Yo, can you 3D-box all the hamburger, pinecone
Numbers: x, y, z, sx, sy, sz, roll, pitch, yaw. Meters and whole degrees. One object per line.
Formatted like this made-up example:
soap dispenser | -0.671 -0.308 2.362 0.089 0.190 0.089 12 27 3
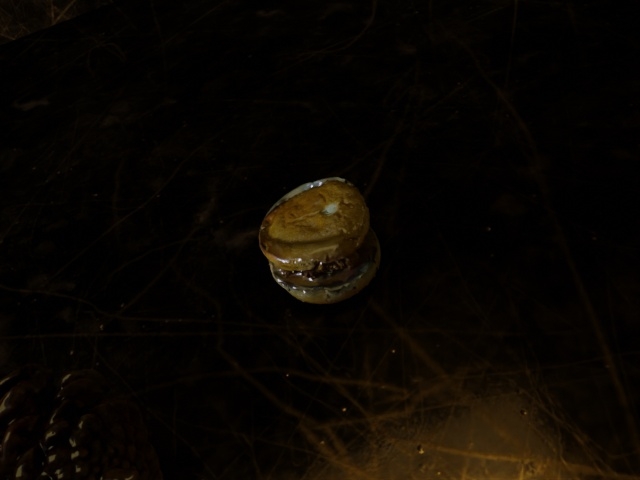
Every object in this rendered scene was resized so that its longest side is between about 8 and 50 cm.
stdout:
hamburger | 0.000 0.000 0.803 0.177 0.113 0.185 -44 42 -16
pinecone | -0.310 0.249 0.578 0.309 0.244 0.244 -9 43 37
